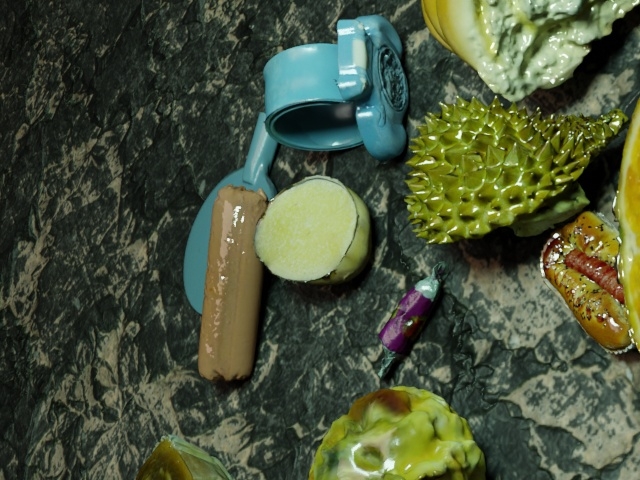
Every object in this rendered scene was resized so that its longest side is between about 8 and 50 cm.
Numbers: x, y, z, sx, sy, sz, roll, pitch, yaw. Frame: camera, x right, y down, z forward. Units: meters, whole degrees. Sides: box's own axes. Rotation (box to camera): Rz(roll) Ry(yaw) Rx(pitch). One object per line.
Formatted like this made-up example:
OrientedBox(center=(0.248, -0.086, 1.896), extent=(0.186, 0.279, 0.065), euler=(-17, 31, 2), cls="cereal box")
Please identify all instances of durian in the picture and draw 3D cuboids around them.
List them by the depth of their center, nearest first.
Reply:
OrientedBox(center=(0.206, -0.075, 1.419), extent=(0.306, 0.166, 0.172), euler=(-22, 61, 43), cls="durian")

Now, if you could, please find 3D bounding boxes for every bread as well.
OrientedBox(center=(0.241, -0.349, 1.443), extent=(0.316, 0.211, 0.270), euler=(-45, 30, 14), cls="bread")
OrientedBox(center=(-0.202, 0.398, 1.737), extent=(0.192, 0.110, 0.210), euler=(-57, 39, 13), cls="bread")

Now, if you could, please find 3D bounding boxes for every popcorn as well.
OrientedBox(center=(0.086, 0.271, 1.392), extent=(0.189, 0.169, 0.218), euler=(14, 66, 46), cls="popcorn")

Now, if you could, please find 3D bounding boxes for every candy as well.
OrientedBox(center=(0.110, 0.098, 1.552), extent=(0.043, 0.045, 0.175), euler=(35, 102, 18), cls="candy")

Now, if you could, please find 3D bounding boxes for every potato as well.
OrientedBox(center=(0.000, 0.000, 1.705), extent=(0.200, 0.081, 0.164), euler=(19, 80, 50), cls="potato")

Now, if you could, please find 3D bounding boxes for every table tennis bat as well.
OrientedBox(center=(-0.126, -0.037, 1.908), extent=(0.215, 0.044, 0.329), euler=(21, 93, 53), cls="table tennis bat")

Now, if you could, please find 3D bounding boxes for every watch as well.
OrientedBox(center=(0.011, -0.203, 1.694), extent=(0.193, 0.211, 0.211), euler=(-13, 62, 27), cls="watch")

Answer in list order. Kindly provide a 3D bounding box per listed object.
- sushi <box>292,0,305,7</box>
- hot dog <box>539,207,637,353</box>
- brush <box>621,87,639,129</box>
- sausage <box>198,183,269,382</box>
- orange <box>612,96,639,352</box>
OrientedBox(center=(-0.045, -0.499, 2.026), extent=(0.193, 0.040, 0.210), euler=(-58, 38, 14), cls="sushi")
OrientedBox(center=(0.303, 0.044, 1.327), extent=(0.108, 0.059, 0.191), euler=(-52, 37, 14), cls="hot dog")
OrientedBox(center=(0.400, -0.194, 1.350), extent=(0.193, 0.016, 0.063), euler=(-52, 41, 22), cls="brush")
OrientedBox(center=(-0.125, 0.063, 1.789), extent=(0.086, 0.086, 0.289), euler=(4, 88, 52), cls="sausage")
OrientedBox(center=(0.372, -0.018, 1.115), extent=(0.274, 0.274, 0.310), euler=(-29, 96, 41), cls="orange")
